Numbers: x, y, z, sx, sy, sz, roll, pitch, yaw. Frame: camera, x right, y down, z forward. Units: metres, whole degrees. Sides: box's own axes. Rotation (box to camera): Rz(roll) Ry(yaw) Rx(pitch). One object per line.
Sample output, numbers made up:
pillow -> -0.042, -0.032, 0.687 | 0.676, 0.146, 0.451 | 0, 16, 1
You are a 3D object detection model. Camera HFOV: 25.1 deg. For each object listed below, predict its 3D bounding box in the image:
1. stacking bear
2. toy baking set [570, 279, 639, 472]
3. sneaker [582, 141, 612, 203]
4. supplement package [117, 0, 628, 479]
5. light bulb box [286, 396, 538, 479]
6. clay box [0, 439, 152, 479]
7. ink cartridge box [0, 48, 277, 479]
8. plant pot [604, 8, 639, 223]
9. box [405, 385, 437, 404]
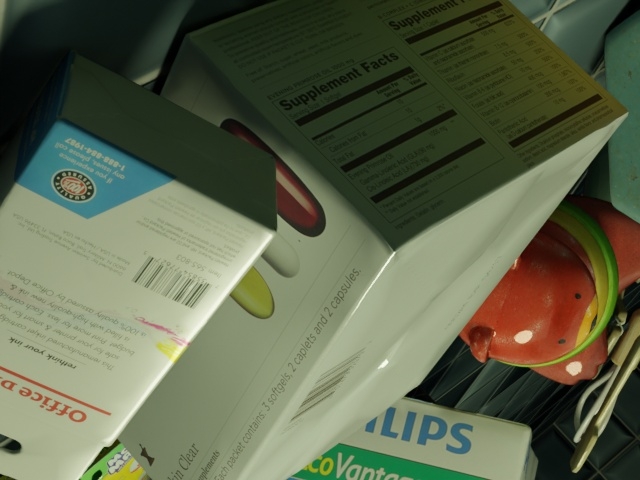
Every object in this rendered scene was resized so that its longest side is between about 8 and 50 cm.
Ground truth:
stacking bear -> 0.181, 0.039, 1.228 | 0.175, 0.164, 0.289 | -66, 168, 9
toy baking set -> 0.295, 0.094, 1.358 | 0.197, 0.030, 0.256 | 116, -3, -46
sneaker -> 0.330, -0.115, 1.360 | 0.256, 0.094, 0.151 | -55, 169, 6
supplement package -> 0.000, 0.000, 0.782 | 0.204, 0.145, 0.262 | -28, 158, -42
light bulb box -> 0.070, 0.347, 1.423 | 0.358, 0.225, 0.361 | 53, 50, -74
clay box -> -0.163, 0.173, 1.008 | 0.127, 0.053, 0.222 | -40, 164, -15
ink cartridge box -> -0.110, 0.020, 0.630 | 0.181, 0.104, 0.062 | -51, -156, 27
plant pot -> 0.371, -0.103, 1.161 | 0.252, 0.247, 0.247 | -1, -174, 32
box -> 0.069, 0.305, 1.707 | 0.247, 0.163, 0.142 | -41, 160, -8
